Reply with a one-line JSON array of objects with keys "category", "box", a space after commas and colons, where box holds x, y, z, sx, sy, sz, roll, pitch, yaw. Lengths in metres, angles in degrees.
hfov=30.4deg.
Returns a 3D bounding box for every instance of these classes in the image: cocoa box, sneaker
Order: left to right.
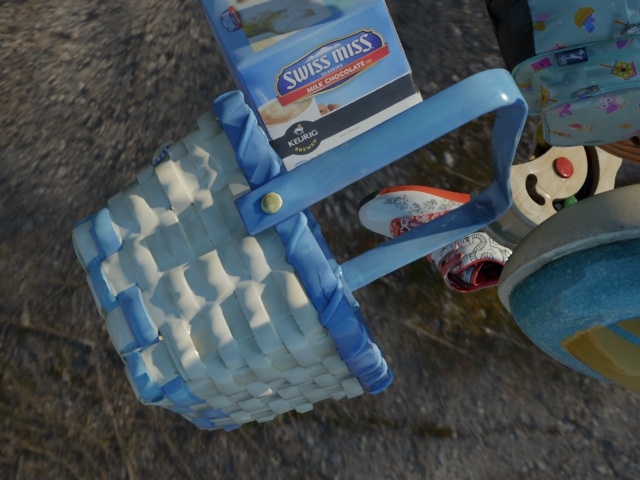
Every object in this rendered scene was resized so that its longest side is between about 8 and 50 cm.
[{"category": "cocoa box", "box": [-0.027, -0.292, 1.751, 0.231, 0.347, 0.228, -26, 130, -1]}, {"category": "sneaker", "box": [0.174, 0.000, 1.781, 0.270, 0.145, 0.090, 4, 141, 16]}]

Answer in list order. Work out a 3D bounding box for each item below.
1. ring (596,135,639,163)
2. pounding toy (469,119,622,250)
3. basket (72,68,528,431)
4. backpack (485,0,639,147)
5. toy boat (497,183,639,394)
[{"category": "ring", "box": [0.301, -0.226, 1.218, 0.032, 0.336, 0.336, -35, 105, -22]}, {"category": "pounding toy", "box": [0.264, -0.046, 1.506, 0.154, 0.155, 0.269, 32, 58, -13]}, {"category": "basket", "box": [0.000, 0.000, 0.780, 0.289, 0.255, 0.201, -23, 72, -1]}, {"category": "backpack", "box": [0.247, -0.162, 0.966, 0.188, 0.166, 0.144, -19, 75, 10]}, {"category": "toy boat", "box": [0.235, 0.018, 0.703, 0.268, 0.148, 0.318, 1, 148, 14]}]
